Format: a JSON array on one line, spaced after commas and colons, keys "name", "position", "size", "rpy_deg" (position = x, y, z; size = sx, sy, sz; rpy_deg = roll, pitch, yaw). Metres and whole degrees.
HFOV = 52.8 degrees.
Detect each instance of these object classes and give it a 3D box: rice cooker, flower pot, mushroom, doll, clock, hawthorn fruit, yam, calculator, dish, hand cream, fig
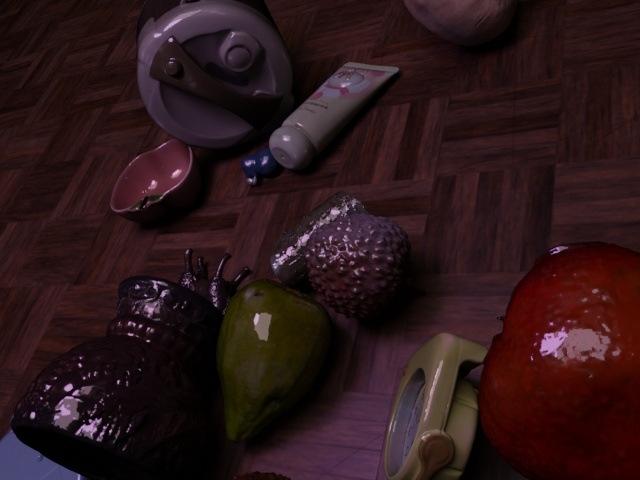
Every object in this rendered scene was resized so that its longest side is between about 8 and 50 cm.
[{"name": "rice cooker", "position": [-0.227, -0.374, 1.365], "size": [0.335, 0.335, 0.325], "rpy_deg": [-30, 41, 7]}, {"name": "flower pot", "position": [-0.274, 0.211, 0.966], "size": [0.267, 0.266, 0.267], "rpy_deg": [-3, 49, 30]}, {"name": "mushroom", "position": [0.274, -0.509, 1.217], "size": [0.260, 0.254, 0.234], "rpy_deg": [43, 126, 11]}, {"name": "doll", "position": [-0.208, 0.098, 1.158], "size": [0.139, 0.057, 0.165], "rpy_deg": [4, 62, 31]}, {"name": "clock", "position": [0.130, 0.236, 0.773], "size": [0.069, 0.170, 0.231], "rpy_deg": [19, 66, -3]}, {"name": "hawthorn fruit", "position": [0.323, 0.152, 0.659], "size": [0.307, 0.265, 0.265], "rpy_deg": [20, 66, 19]}, {"name": "yam", "position": [0.000, 0.000, 1.078], "size": [0.183, 0.107, 0.107], "rpy_deg": [-37, 45, 1]}, {"name": "calculator", "position": [-0.480, 0.379, 1.103], "size": [0.188, 0.042, 0.302], "rpy_deg": [-41, 48, -3]}, {"name": "dish", "position": [-0.337, -0.111, 1.381], "size": [0.214, 0.090, 0.213], "rpy_deg": [-18, 45, 19]}, {"name": "hand cream", "position": [0.021, -0.263, 1.299], "size": [0.147, 0.093, 0.306], "rpy_deg": [19, 57, 41]}, {"name": "fig", "position": [-0.076, 0.163, 0.940], "size": [0.167, 0.167, 0.233], "rpy_deg": [-4, 46, 29]}, {"name": "doll", "position": [-0.120, -0.152, 1.311], "size": [0.083, 0.050, 0.076], "rpy_deg": [-15, 53, 18]}]

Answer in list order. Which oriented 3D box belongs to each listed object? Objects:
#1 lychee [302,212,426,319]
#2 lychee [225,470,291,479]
[{"name": "lychee", "position": [0.070, 0.040, 0.961], "size": [0.198, 0.165, 0.165], "rpy_deg": [22, 64, 4]}, {"name": "lychee", "position": [-0.076, 0.365, 0.794], "size": [0.171, 0.171, 0.171], "rpy_deg": [-17, 48, 20]}]
